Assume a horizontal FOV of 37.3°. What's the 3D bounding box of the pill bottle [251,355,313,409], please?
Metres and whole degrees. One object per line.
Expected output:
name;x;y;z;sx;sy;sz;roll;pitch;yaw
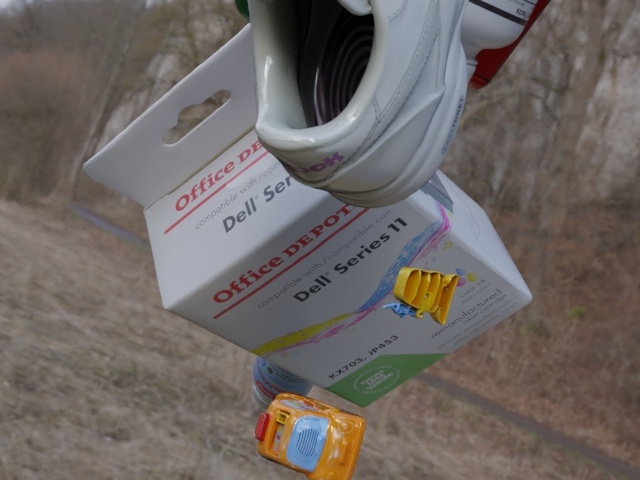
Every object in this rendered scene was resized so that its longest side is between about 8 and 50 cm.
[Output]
pill bottle;-0.042;0.163;1.257;0.087;0.087;0.160;23;-40;-3

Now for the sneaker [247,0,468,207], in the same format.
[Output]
sneaker;0.036;-0.169;0.477;0.114;0.305;0.152;10;2;26

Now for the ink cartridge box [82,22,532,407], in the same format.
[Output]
ink cartridge box;0.000;0.000;0.796;0.353;0.207;0.119;34;27;-45

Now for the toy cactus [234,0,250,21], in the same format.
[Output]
toy cactus;-0.030;-0.194;0.769;0.219;0.112;0.180;25;-34;54

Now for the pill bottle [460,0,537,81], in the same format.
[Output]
pill bottle;0.178;-0.341;1.043;0.181;0.323;0.181;23;19;-8

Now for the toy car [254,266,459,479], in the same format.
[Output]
toy car;0.006;0.054;0.421;0.040;0.122;0.060;20;11;-38

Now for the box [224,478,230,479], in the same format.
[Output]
box;-0.040;0.347;0.889;0.244;0.100;0.060;45;20;-2

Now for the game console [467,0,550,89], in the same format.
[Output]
game console;0.273;-0.452;1.397;0.060;0.386;0.342;12;-32;-19
